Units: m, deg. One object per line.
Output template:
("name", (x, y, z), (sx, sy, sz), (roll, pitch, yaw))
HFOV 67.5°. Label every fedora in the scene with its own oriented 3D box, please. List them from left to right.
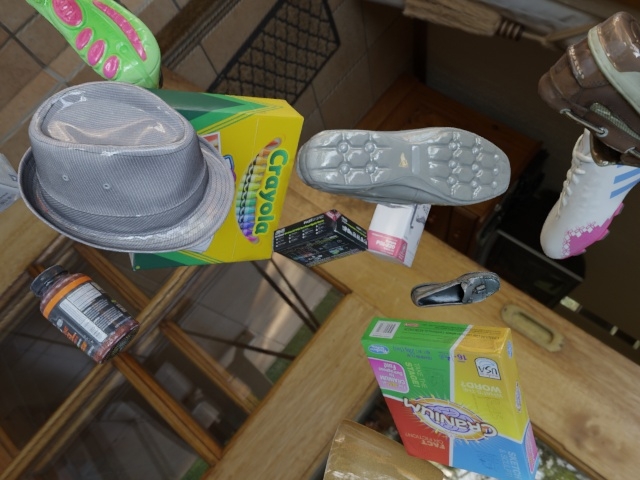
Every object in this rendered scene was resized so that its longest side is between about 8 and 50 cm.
("fedora", (-0.248, -0.113, 0.615), (0.124, 0.276, 0.243), (106, 2, -52))

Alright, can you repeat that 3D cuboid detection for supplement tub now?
("supplement tub", (-0.451, 0.135, 0.914), (0.106, 0.198, 0.106), (-49, 178, -2))

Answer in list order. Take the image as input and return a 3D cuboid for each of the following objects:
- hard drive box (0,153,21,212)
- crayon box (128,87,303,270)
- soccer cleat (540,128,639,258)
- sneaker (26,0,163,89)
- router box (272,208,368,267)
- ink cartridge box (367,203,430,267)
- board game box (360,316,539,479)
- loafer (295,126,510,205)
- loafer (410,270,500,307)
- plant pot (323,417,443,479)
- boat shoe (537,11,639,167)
("hard drive box", (-0.616, -0.075, 0.731), (0.181, 0.089, 0.232), (-37, 174, 1))
("crayon box", (-0.230, -0.117, 1.009), (0.313, 0.106, 0.362), (-4, 128, -29))
("soccer cleat", (0.446, -0.112, 0.778), (0.116, 0.143, 0.331), (-87, -158, -52))
("sneaker", (-0.511, -0.498, 1.039), (0.185, 0.482, 0.202), (-34, 174, -7))
("router box", (0.000, 0.000, 0.752), (0.092, 0.123, 0.038), (31, 50, -48))
("ink cartridge box", (0.198, -0.057, 1.179), (0.159, 0.092, 0.217), (28, 78, -64))
("board game box", (0.232, 0.282, 0.847), (0.064, 0.242, 0.316), (-49, 125, -43))
("loafer", (0.121, -0.106, 0.687), (0.111, 0.320, 0.111), (-172, -94, -72))
("loafer", (0.404, 0.159, 1.423), (0.084, 0.268, 0.096), (-57, 134, -76))
("plant pot", (0.151, 0.572, 1.124), (0.237, 0.255, 0.236), (10, 90, -75))
("boat shoe", (0.305, -0.110, 0.457), (0.095, 0.258, 0.095), (-33, -140, 46))
